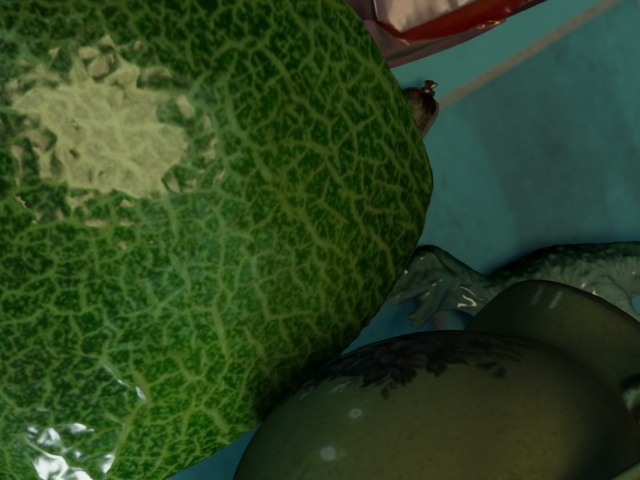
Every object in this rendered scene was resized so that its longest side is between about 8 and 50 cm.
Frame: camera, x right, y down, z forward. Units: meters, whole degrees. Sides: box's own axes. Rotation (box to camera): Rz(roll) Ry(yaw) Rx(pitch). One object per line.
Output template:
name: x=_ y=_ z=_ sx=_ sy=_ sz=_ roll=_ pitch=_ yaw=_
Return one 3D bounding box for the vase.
vase: x=0.130 y=0.138 z=1.049 sx=0.302 sy=0.329 sz=0.241 roll=-31 pitch=95 yaw=-44

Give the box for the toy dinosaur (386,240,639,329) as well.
toy dinosaur: x=0.223 y=0.063 z=1.307 sx=0.383 sy=0.076 sz=0.129 roll=-1 pitch=91 yaw=-21

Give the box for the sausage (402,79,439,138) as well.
sausage: x=0.000 y=0.000 z=1.223 sx=0.033 sy=0.033 sz=0.269 roll=40 pitch=80 yaw=-24

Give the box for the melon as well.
melon: x=-0.128 y=-0.059 z=1.057 sx=0.331 sy=0.226 sz=0.343 roll=-35 pitch=130 yaw=-3

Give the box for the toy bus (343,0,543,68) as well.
toy bus: x=0.106 y=-0.205 z=1.187 sx=0.303 sy=0.147 sz=0.127 roll=-25 pitch=102 yaw=-21
